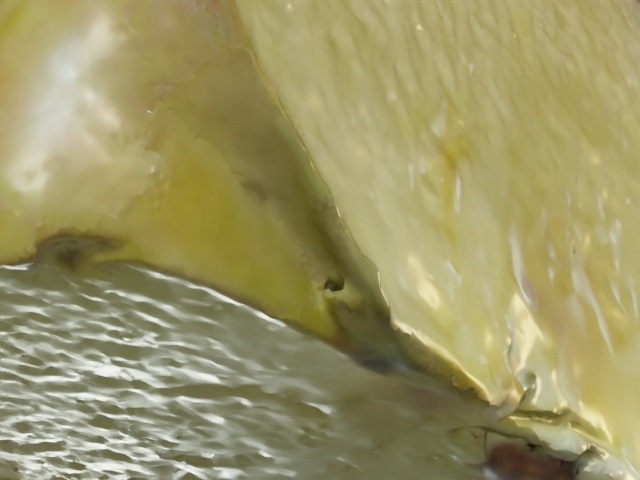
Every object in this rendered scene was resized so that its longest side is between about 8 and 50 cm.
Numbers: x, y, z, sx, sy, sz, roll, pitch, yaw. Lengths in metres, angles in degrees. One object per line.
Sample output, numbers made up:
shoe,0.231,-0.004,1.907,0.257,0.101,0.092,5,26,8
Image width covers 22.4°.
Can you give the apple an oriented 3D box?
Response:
apple,0.000,0.000,0.561,0.309,0.252,0.314,35,-86,-36
